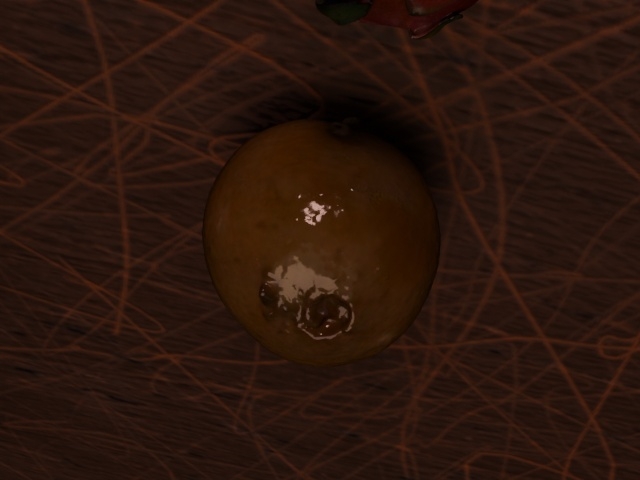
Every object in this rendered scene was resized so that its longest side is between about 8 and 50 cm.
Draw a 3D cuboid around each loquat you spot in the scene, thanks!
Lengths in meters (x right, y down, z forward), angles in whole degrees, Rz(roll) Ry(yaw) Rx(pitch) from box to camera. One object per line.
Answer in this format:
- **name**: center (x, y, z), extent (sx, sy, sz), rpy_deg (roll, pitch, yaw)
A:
- **loquat**: center (0.000, 0.000, 0.580), extent (0.141, 0.141, 0.141), rpy_deg (8, 139, 7)

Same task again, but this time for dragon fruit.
- **dragon fruit**: center (0.033, -0.134, 0.461), extent (0.116, 0.086, 0.081), rpy_deg (-12, 171, 38)
